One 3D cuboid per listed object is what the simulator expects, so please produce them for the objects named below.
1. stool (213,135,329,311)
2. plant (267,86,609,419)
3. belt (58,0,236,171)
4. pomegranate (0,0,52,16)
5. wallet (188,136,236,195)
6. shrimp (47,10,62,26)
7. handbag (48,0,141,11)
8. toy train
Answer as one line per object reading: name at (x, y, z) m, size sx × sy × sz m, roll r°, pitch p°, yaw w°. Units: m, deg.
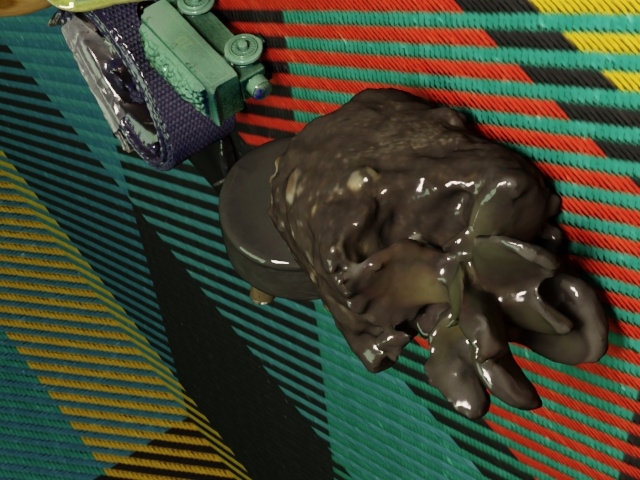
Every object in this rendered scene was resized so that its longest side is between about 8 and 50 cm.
stool at (-0.006, 0.006, 1.777) m, size 0.228 × 0.153 × 0.139 m, roll 48°, pitch 162°, yaw 29°
plant at (0.088, 0.013, 1.437) m, size 0.276 × 0.188 × 0.199 m, roll 45°, pitch 161°, yaw 39°
belt at (-0.183, -0.200, 1.968) m, size 0.230 × 0.126 × 0.139 m, roll 60°, pitch 152°, yaw -8°
pomegranate at (-0.343, -0.380, 1.735) m, size 0.338 × 0.338 × 0.338 m, roll 51°, pitch 164°, yaw 21°
wallet at (-0.183, -0.155, 2.244) m, size 0.285 × 0.030 × 0.146 m, roll 45°, pitch 158°, yaw 33°
shrimp at (-0.371, -0.369, 2.368) m, size 0.174 × 0.076 × 0.082 m, roll 54°, pitch -154°, yaw -5°
handbag at (-0.117, -0.321, 1.285) m, size 0.241 × 0.263 × 0.222 m, roll 85°, pitch 176°, yaw -59°
toy train at (-0.120, -0.192, 1.840) m, size 0.172 × 0.099 × 0.070 m, roll 47°, pitch 159°, yaw 33°
